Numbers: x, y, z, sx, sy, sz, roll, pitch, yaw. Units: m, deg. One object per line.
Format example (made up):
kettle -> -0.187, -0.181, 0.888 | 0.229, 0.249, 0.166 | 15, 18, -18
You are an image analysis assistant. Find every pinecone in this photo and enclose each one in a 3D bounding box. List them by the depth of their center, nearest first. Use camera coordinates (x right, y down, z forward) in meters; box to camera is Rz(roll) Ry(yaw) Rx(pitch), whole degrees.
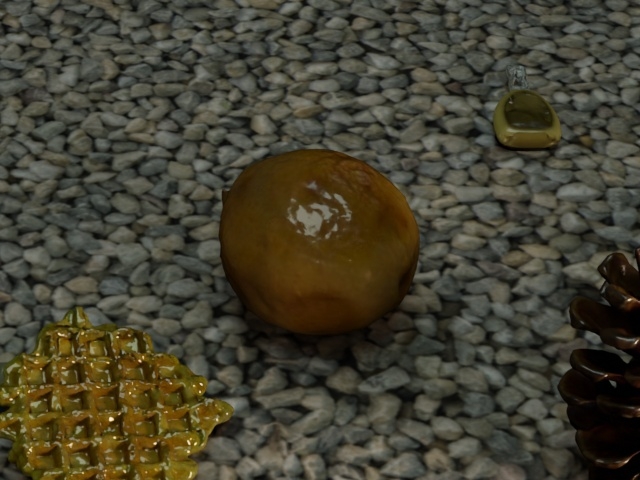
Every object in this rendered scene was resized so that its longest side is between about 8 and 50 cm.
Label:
pinecone -> 0.351, 0.141, 1.979 | 0.244, 0.309, 0.244 | -20, 27, 11

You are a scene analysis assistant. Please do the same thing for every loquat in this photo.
loquat -> 0.000, 0.000, 2.222 | 0.238, 0.193, 0.238 | -4, 44, 4

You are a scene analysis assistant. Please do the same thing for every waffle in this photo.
waffle -> -0.228, 0.186, 2.082 | 0.243, 0.058, 0.238 | 34, 46, 16

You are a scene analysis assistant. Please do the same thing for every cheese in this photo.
cheese -> 0.262, -0.177, 2.557 | 0.086, 0.036, 0.162 | -1, 39, -2

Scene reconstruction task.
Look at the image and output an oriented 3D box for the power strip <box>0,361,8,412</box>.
power strip -> -0.336, 0.161, 2.158 | 0.123, 0.032, 0.056 | 1, 40, 2
